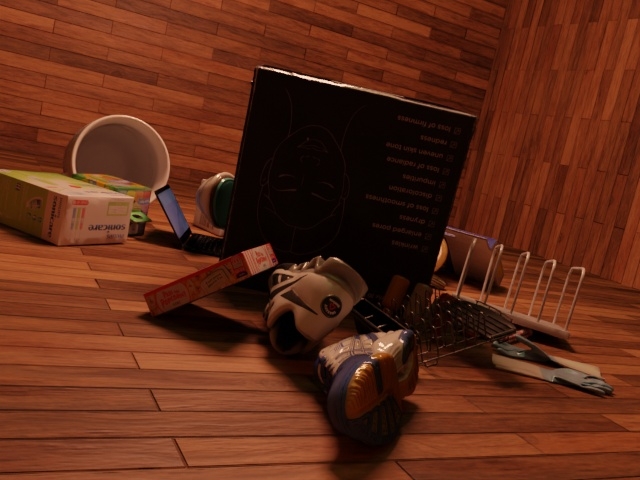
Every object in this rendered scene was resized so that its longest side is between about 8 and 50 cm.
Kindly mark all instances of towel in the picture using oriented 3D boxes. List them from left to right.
[{"bbox_3d":[0.396,0.197,1.551,0.144,0.029,0.197,19,10,35],"label":"towel"}]

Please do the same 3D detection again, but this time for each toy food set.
[{"bbox_3d":[0.244,0.169,1.403,0.232,0.105,0.111,29,-11,-17],"label":"toy food set"}]

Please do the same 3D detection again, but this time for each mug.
[{"bbox_3d":[-0.673,-0.204,1.988,0.374,0.276,0.328,-26,15,-25],"label":"mug"}]

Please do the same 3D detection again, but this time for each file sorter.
[{"bbox_3d":[0.479,0.111,1.643,0.277,0.173,0.193,16,1,11],"label":"file sorter"}]

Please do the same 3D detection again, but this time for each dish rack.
[{"bbox_3d":[0.211,0.148,1.229,0.271,0.074,0.208,-12,19,-19],"label":"dish rack"}]

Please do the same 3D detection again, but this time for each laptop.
[{"bbox_3d":[-0.312,-0.052,1.807,0.264,0.137,0.234,12,9,-6],"label":"laptop"}]

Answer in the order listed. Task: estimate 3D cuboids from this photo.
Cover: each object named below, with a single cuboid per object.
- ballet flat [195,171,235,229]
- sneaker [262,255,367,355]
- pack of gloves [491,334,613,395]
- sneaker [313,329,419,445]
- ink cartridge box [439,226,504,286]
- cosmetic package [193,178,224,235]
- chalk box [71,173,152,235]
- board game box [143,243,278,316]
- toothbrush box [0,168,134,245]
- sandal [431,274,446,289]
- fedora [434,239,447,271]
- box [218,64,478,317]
[{"bbox_3d":[-0.268,-0.099,1.826,0.139,0.139,0.400,15,-9,15],"label":"ballet flat"},{"bbox_3d":[-0.048,0.121,1.116,0.122,0.146,0.330,38,-19,-6],"label":"sneaker"},{"bbox_3d":[0.458,0.236,1.325,0.231,0.046,0.195,13,7,9],"label":"pack of gloves"},{"bbox_3d":[0.045,0.193,0.889,0.130,0.112,0.296,-3,1,18],"label":"sneaker"},{"bbox_3d":[0.434,0.016,2.185,0.303,0.072,0.307,18,-26,30],"label":"ink cartridge box"},{"bbox_3d":[-0.276,-0.098,2.116,0.151,0.152,0.183,21,12,42],"label":"cosmetic package"},{"bbox_3d":[-0.535,-0.089,1.736,0.212,0.132,0.132,16,10,26],"label":"chalk box"},{"bbox_3d":[-0.185,0.067,1.153,0.193,0.045,0.147,-23,0,14],"label":"board game box"},{"bbox_3d":[-0.627,-0.081,1.594,0.283,0.122,0.206,18,10,28],"label":"toothbrush box"},{"bbox_3d":[0.286,0.104,1.980,0.180,0.049,0.072,31,20,19],"label":"sandal"},{"bbox_3d":[0.314,0.055,2.087,0.194,0.194,0.079,19,-25,40],"label":"fedora"},{"bbox_3d":[0.043,-0.118,1.534,0.479,0.472,0.297,12,14,-6],"label":"box"}]
